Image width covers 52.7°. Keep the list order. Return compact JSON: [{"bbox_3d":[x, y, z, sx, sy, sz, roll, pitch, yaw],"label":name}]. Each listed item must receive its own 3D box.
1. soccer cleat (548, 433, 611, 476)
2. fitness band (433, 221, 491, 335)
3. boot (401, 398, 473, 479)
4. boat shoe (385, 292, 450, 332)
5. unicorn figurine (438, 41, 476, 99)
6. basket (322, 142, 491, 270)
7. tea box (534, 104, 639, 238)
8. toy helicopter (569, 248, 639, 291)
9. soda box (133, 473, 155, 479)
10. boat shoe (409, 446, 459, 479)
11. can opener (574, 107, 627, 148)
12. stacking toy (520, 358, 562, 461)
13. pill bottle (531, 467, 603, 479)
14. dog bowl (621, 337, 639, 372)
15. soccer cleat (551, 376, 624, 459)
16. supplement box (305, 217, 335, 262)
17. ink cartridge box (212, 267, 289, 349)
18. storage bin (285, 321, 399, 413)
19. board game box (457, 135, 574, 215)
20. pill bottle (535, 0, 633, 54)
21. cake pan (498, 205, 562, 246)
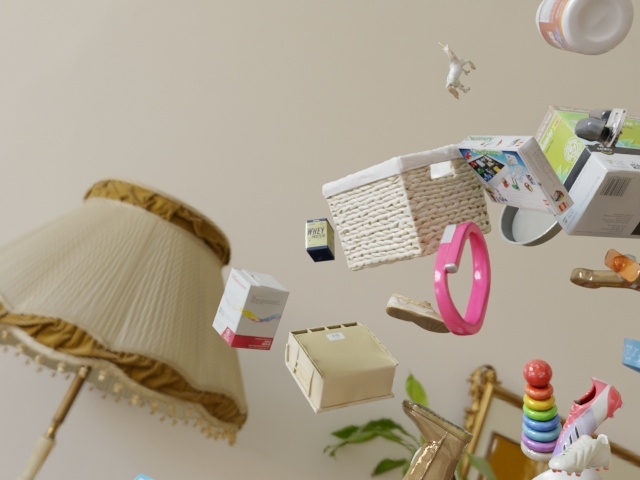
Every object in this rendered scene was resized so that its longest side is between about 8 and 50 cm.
[{"bbox_3d":[0.552,0.455,1.378,0.196,0.076,0.068,7,-9,-36],"label":"soccer cleat"},{"bbox_3d":[0.337,0.084,1.498,0.054,0.291,0.209,-11,-56,33],"label":"fitness band"},{"bbox_3d":[0.280,0.622,1.845,0.236,0.270,0.089,27,-3,30],"label":"boot"},{"bbox_3d":[0.244,0.171,1.557,0.170,0.059,0.063,21,-37,-2],"label":"boat shoe"},{"bbox_3d":[0.411,-0.517,1.949,0.111,0.162,0.060,17,-18,-31],"label":"unicorn figurine"},{"bbox_3d":[0.247,-0.093,1.790,0.328,0.267,0.331,-16,-1,-38],"label":"basket"},{"bbox_3d":[0.791,-0.187,1.782,0.328,0.324,0.220,2,-50,-17],"label":"tea box"},{"bbox_3d":[0.782,0.096,1.647,0.234,0.140,0.355,23,-13,-27],"label":"toy helicopter"},{"bbox_3d":[-0.447,0.711,1.765,0.210,0.071,0.067,1,-62,42],"label":"soda box"},{"bbox_3d":[0.368,0.954,2.231,0.186,0.501,0.156,11,12,21],"label":"boat shoe"},{"bbox_3d":[0.564,-0.241,1.326,0.095,0.076,0.283,19,16,9],"label":"can opener"},{"bbox_3d":[0.709,0.537,2.078,0.141,0.141,0.331,7,-66,40],"label":"stacking toy"},{"bbox_3d":[0.600,0.683,1.395,0.204,0.361,0.204,-10,-40,-9],"label":"pill bottle"},{"bbox_3d":[0.986,0.367,1.848,0.297,0.074,0.166,26,-6,-22],"label":"dog bowl"},{"bbox_3d":[0.624,0.444,1.563,0.095,0.248,0.083,36,9,3],"label":"soccer cleat"},{"bbox_3d":[0.000,0.000,1.634,0.056,0.083,0.083,-7,-26,13],"label":"supplement box"},{"bbox_3d":[-0.184,0.181,1.717,0.127,0.176,0.128,12,13,-34],"label":"ink cartridge box"},{"bbox_3d":[0.058,0.371,1.961,0.262,0.123,0.260,-5,28,-25],"label":"storage bin"},{"bbox_3d":[0.466,-0.165,1.580,0.193,0.053,0.305,53,-6,-16],"label":"board game box"},{"bbox_3d":[0.474,-0.411,1.193,0.121,0.121,0.216,26,19,-8],"label":"pill bottle"},{"bbox_3d":[0.726,-0.100,2.156,0.054,0.293,0.293,34,-22,-23],"label":"cake pan"}]
